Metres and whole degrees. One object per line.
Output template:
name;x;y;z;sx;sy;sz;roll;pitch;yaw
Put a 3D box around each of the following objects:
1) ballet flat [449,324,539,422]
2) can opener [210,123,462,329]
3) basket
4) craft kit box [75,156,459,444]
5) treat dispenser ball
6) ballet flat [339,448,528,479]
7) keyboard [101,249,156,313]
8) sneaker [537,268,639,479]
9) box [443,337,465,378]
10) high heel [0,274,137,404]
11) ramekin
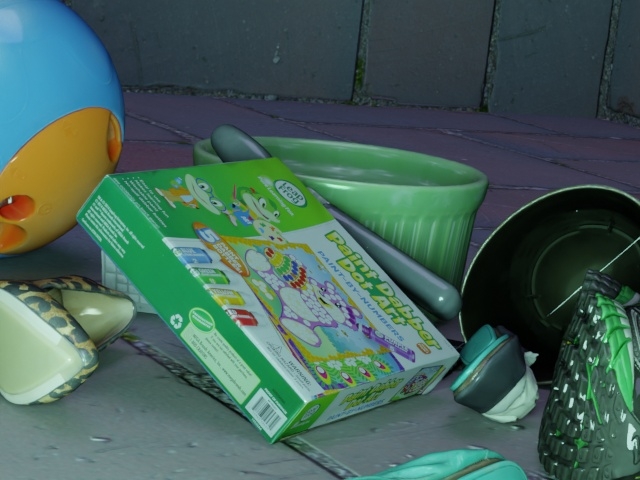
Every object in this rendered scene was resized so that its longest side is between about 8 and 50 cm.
ballet flat;0.151;0.112;1.528;0.074;0.074;0.203;8;5;5
can opener;0.000;0.000;1.662;0.280;0.074;0.093;36;-9;21
basket;0.246;0.039;1.733;0.154;0.204;0.227;50;14;11
craft kit box;-0.037;0.040;1.496;0.250;0.061;0.246;47;24;18
treat dispenser ball;-0.343;-0.124;1.884;0.288;0.288;0.288;6;10;-1
ballet flat;0.032;0.178;1.095;0.087;0.083;0.247;-16;-6;37
keyboard;-0.078;0.050;1.721;0.256;0.072;0.014;7;44;3
sneaker;0.258;0.108;1.437;0.146;0.134;0.343;18;16;8
box;0.092;0.103;1.671;0.067;0.018;0.083;10;11;18
high heel;-0.183;0.067;1.460;0.186;0.093;0.261;-8;8;-33
ramekin;0.013;-0.011;1.884;0.303;0.148;0.303;6;10;-1
